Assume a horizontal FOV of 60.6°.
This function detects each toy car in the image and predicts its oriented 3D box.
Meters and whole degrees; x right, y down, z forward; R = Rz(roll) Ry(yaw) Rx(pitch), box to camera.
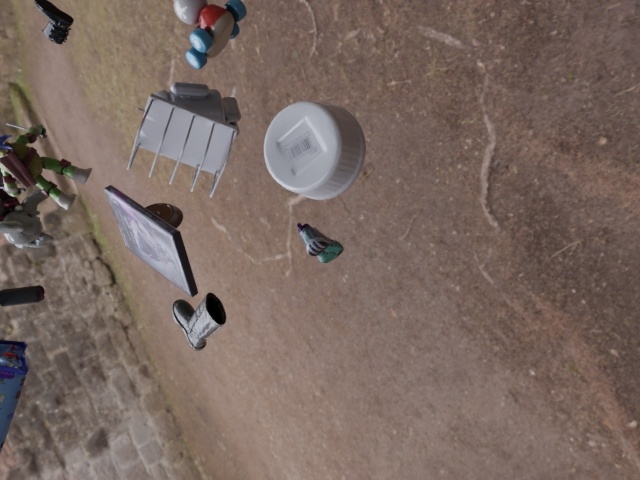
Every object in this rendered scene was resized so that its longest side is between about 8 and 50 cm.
[{"bbox_3d":[-0.415,-0.753,1.842,0.238,0.219,0.210,42,157,-7],"label":"toy car"}]

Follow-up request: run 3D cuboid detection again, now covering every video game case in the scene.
[{"bbox_3d":[-0.399,0.000,1.291,0.274,0.026,0.196,30,142,33],"label":"video game case"}]

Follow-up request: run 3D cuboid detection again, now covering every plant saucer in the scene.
[{"bbox_3d":[-0.620,-0.085,2.066,0.198,0.198,0.036,39,148,39],"label":"plant saucer"}]

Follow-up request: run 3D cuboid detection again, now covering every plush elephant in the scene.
[{"bbox_3d":[-0.988,-0.095,1.742,0.272,0.255,0.330,122,164,-81],"label":"plush elephant"}]

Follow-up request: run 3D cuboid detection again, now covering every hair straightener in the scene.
[{"bbox_3d":[-0.783,0.136,1.291,0.089,0.230,0.047,-179,89,-71],"label":"hair straightener"}]

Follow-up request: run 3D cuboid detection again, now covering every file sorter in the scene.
[{"bbox_3d":[-0.421,-0.275,1.669,0.173,0.277,0.193,-91,27,-46],"label":"file sorter"}]

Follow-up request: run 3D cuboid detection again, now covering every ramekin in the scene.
[{"bbox_3d":[-0.025,-0.256,1.534,0.277,0.135,0.278,0,91,28],"label":"ramekin"}]

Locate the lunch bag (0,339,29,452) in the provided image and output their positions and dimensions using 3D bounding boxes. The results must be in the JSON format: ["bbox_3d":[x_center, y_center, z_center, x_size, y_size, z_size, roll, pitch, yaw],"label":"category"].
[{"bbox_3d":[-0.772,0.309,1.089,0.138,0.293,0.221,31,102,56],"label":"lunch bag"}]

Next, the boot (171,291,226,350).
[{"bbox_3d":[-0.358,0.211,1.600,0.190,0.076,0.208,53,143,16],"label":"boot"}]

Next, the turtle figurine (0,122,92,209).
[{"bbox_3d":[-0.808,-0.215,1.553,0.266,0.198,0.274,32,149,-26],"label":"turtle figurine"}]

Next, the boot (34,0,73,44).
[{"bbox_3d":[-0.807,-0.653,1.638,0.099,0.121,0.045,-34,38,40],"label":"boot"}]

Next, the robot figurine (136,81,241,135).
[{"bbox_3d":[-0.466,-0.435,1.947,0.300,0.353,0.200,103,153,-47],"label":"robot figurine"}]

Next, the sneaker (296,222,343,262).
[{"bbox_3d":[0.000,0.000,1.610,0.098,0.083,0.223,56,-173,19],"label":"sneaker"}]
